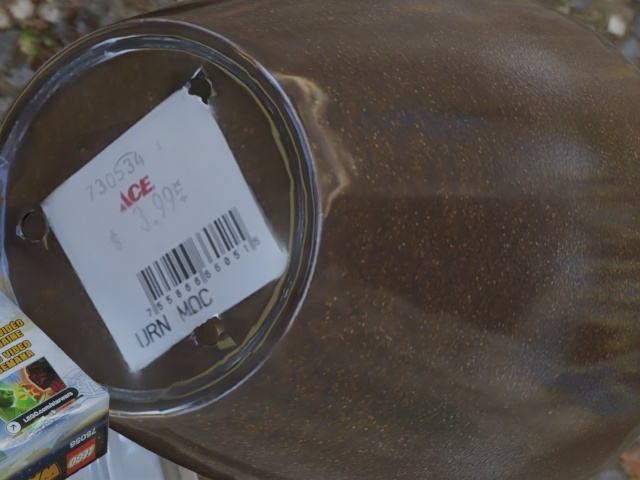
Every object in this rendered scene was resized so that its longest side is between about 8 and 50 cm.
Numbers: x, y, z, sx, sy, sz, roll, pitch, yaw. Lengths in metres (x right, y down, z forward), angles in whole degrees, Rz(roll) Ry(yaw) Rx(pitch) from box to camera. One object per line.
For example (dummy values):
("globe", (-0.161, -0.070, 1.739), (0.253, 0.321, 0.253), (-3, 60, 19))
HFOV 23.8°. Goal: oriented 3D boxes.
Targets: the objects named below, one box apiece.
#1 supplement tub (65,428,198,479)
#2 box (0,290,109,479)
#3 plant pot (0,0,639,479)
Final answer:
("supplement tub", (-0.154, 0.119, 0.624), (0.200, 0.144, 0.144), (-14, 115, -1))
("box", (-0.132, 0.048, 0.356), (0.137, 0.094, 0.027), (-31, 148, -33))
("plant pot", (0.000, 0.000, 0.503), (0.230, 0.215, 0.215), (6, 104, -66))
